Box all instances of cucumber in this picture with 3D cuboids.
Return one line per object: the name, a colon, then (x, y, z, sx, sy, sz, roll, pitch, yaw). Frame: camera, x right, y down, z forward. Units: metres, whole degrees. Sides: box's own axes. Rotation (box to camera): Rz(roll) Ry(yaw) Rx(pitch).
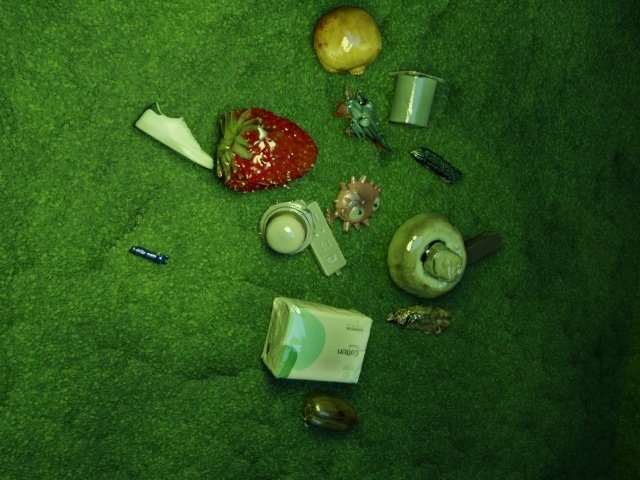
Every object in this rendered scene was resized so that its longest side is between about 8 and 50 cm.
cucumber: (0.475, -0.314, 1.954, 0.265, 0.077, 0.077, 31, 85, -26)

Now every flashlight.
flashlight: (-0.553, 0.044, 1.544, 0.121, 0.057, 0.035, 22, 53, -20)

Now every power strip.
power strip: (0.000, 0.000, 1.787, 0.098, 0.058, 0.338, -33, 111, -17)

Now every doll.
doll: (0.128, -0.139, 1.805, 0.262, 0.093, 0.211, -26, 115, -23)

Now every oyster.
oyster: (0.433, 0.346, 2.051, 0.345, 0.078, 0.128, 9, 103, -29)

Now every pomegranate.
pomegranate: (0.094, -0.677, 1.628, 0.248, 0.248, 0.248, -4, 101, -25)

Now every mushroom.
mushroom: (0.425, 0.064, 1.890, 0.352, 0.260, 0.352, -4, 102, -20)

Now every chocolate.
chocolate: (-0.113, -0.031, 1.645, 0.221, 0.147, 0.221, -2, 105, -6)

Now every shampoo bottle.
shampoo bottle: (0.683, 0.039, 2.109, 0.246, 0.080, 0.079, -25, 107, -20)

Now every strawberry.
strawberry: (-0.169, -0.273, 1.564, 0.343, 0.292, 0.292, 19, 90, -39)

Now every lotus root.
lotus root: (0.041, 0.685, 1.887, 0.241, 0.123, 0.124, 25, 116, -30)

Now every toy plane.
toy plane: (0.182, -0.430, 1.777, 0.326, 0.104, 0.223, 34, 55, -30)

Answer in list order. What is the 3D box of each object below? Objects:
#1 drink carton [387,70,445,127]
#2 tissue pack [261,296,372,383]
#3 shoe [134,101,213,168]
drink carton: (0.355, -0.531, 1.803, 0.191, 0.185, 0.189, 3, 100, -28)
tissue pack: (-0.015, 0.370, 1.766, 0.356, 0.194, 0.266, 13, 92, -27)
shoe: (-0.440, -0.331, 1.502, 0.265, 0.095, 0.110, 29, 85, -24)
